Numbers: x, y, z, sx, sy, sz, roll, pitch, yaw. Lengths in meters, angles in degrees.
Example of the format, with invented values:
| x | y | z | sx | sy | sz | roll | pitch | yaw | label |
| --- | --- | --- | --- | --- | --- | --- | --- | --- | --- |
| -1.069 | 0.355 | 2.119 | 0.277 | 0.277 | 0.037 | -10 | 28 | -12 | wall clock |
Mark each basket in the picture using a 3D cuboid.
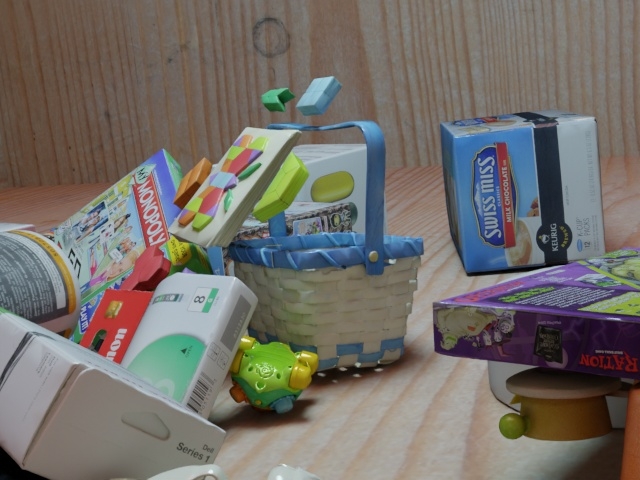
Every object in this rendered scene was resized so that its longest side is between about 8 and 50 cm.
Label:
| x | y | z | sx | sy | sz | roll | pitch | yaw | label |
| --- | --- | --- | --- | --- | --- | --- | --- | --- | --- |
| 0.000 | 0.000 | 1.191 | 0.201 | 0.289 | 0.254 | -10 | 11 | -28 | basket |

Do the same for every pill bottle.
| x | y | z | sx | sy | sz | roll | pitch | yaw | label |
| --- | --- | --- | --- | --- | --- | --- | --- | --- | --- |
| -0.396 | 0.081 | 1.047 | 0.162 | 0.162 | 0.278 | -2 | 6 | 21 | pill bottle |

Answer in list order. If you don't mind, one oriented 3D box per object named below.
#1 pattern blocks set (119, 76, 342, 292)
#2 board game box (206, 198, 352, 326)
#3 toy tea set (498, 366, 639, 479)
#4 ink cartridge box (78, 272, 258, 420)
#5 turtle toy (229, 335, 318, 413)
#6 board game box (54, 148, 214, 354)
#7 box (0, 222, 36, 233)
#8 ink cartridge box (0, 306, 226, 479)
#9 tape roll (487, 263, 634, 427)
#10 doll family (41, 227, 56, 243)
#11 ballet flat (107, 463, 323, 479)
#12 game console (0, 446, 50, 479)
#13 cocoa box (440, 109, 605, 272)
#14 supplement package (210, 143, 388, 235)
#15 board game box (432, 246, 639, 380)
| x | y | z | sx | sy | sz | roll | pitch | yaw | label |
| --- | --- | --- | --- | --- | --- | --- | --- | --- | --- |
| -0.108 | -0.064 | 1.177 | 0.285 | 0.026 | 0.325 | -6 | 49 | 52 | pattern blocks set |
| -0.127 | 0.031 | 1.503 | 0.291 | 0.141 | 0.232 | -15 | 14 | -42 | board game box |
| 0.311 | 0.151 | 0.744 | 0.336 | 0.124 | 0.200 | -5 | 2 | -25 | toy tea set |
| -0.194 | 0.119 | 1.026 | 0.224 | 0.056 | 0.181 | 3 | 58 | 32 | ink cartridge box |
| -0.053 | 0.145 | 1.050 | 0.095 | 0.066 | 0.130 | 14 | 11 | 7 | turtle toy |
| -0.267 | 0.016 | 1.354 | 0.213 | 0.046 | 0.317 | -36 | 34 | 6 | board game box |
| -0.473 | 0.070 | 1.400 | 0.091 | 0.171 | 0.130 | 3 | 15 | 41 | box |
| -0.208 | 0.144 | 0.840 | 0.160 | 0.093 | 0.219 | 34 | -11 | -35 | ink cartridge box |
| 0.315 | 0.098 | 1.018 | 0.286 | 0.100 | 0.286 | -5 | 10 | 1 | tape roll |
| -0.373 | 0.060 | 1.644 | 0.262 | 0.118 | 0.163 | 12 | 3 | -5 | doll family |
| -0.052 | 0.201 | 0.709 | 0.248 | 0.086 | 0.086 | -4 | 11 | 11 | ballet flat |
| -0.297 | 0.181 | 0.859 | 0.213 | 0.044 | 0.361 | 27 | -7 | -6 | game console |
| 0.334 | -0.096 | 1.689 | 0.227 | 0.232 | 0.347 | -6 | 10 | 4 | cocoa box |
| -0.033 | -0.060 | 1.783 | 0.198 | 0.199 | 0.262 | 3 | 14 | 38 | supplement package |
| 0.276 | 0.051 | 0.819 | 0.208 | 0.056 | 0.346 | 8 | 12 | 41 | board game box |
